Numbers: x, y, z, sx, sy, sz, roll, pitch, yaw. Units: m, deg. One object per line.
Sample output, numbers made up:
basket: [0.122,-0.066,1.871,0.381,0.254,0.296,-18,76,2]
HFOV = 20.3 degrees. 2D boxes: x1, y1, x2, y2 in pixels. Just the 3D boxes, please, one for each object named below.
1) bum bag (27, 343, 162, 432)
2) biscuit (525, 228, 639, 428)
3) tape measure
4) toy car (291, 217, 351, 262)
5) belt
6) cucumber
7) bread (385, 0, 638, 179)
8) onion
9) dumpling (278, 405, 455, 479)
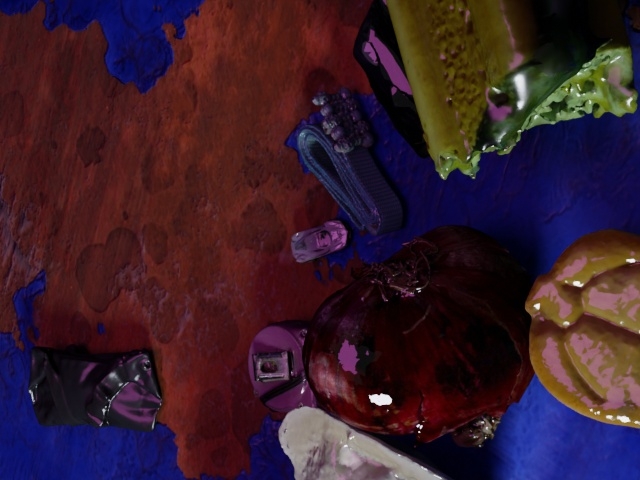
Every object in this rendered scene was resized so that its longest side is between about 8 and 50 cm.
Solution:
bum bag: [-0.324,0.209,2.532,0.248,0.060,0.123,-3,91,43]
biscuit: [0.336,0.099,1.858,0.260,0.041,0.203,23,91,21]
tape measure: [-0.031,0.158,2.237,0.125,0.074,0.118,-11,85,42]
toy car: [0.000,0.000,2.227,0.093,0.025,0.041,-22,79,43]
belt: [0.043,-0.088,2.158,0.179,0.065,0.100,53,135,24]
cucumber: [0.096,-0.195,2.087,0.115,0.086,0.193,-36,76,38]
bread: [0.189,-0.277,1.895,0.251,0.208,0.376,-29,73,48]
onion: [0.110,0.111,1.965,0.221,0.281,0.281,36,118,47]
dumpling: [0.078,0.299,2.046,0.227,0.243,0.175,-30,48,55]
